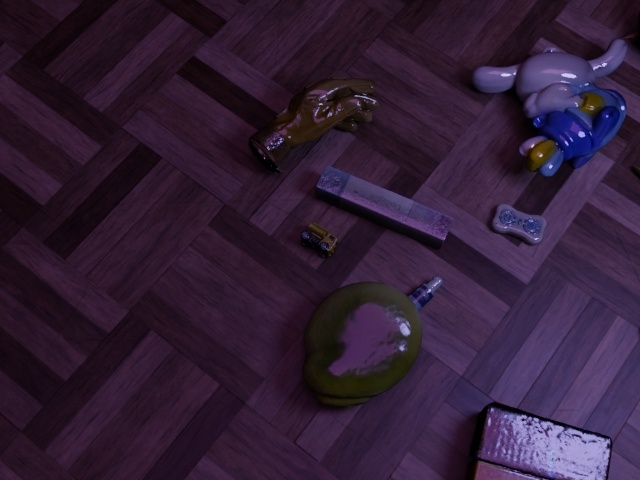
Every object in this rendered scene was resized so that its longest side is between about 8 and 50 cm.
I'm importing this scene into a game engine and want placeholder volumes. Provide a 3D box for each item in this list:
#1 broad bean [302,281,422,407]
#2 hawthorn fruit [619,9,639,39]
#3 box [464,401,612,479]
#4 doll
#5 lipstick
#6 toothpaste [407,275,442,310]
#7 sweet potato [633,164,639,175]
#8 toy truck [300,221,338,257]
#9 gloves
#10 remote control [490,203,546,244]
[{"bbox_3d":[0.080,0.216,1.699,0.291,0.119,0.238,-44,74,-8],"label":"broad bean"},{"bbox_3d":[0.863,-0.535,1.999,0.243,0.207,0.207,-8,66,24],"label":"hawthorn fruit"},{"bbox_3d":[0.406,0.554,1.584,0.265,0.115,0.415,16,70,6],"label":"box"},{"bbox_3d":[0.587,-0.313,1.913,0.376,0.187,0.365,-19,59,16],"label":"doll"},{"bbox_3d":[0.145,-0.076,1.855,0.318,0.068,0.066,23,69,7],"label":"lipstick"},{"bbox_3d":[0.189,0.156,1.781,0.216,0.037,0.062,-41,73,-9],"label":"toothpaste"},{"bbox_3d":[0.812,-0.135,1.907,0.153,0.038,0.041,31,94,9],"label":"sweet potato"},{"bbox_3d":[0.000,0.000,1.832,0.083,0.049,0.054,32,70,12],"label":"toy truck"},{"bbox_3d":[-0.015,-0.292,1.895,0.331,0.154,0.141,-34,74,-6],"label":"gloves"},{"bbox_3d":[0.461,-0.038,1.864,0.122,0.032,0.074,19,70,7],"label":"remote control"}]
